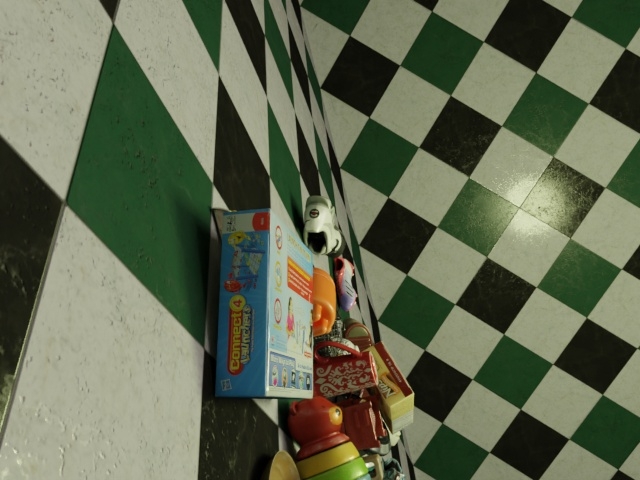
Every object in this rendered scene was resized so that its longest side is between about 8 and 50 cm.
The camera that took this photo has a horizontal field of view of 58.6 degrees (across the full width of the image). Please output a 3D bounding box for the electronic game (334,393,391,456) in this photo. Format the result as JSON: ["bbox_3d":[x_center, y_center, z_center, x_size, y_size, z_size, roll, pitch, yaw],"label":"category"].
[{"bbox_3d":[0.131,0.561,1.753,0.229,0.048,0.229,40,14,-12],"label":"electronic game"}]

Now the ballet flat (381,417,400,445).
[{"bbox_3d":[0.230,0.669,2.058,0.409,0.146,0.147,33,44,-81],"label":"ballet flat"}]

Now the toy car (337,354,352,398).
[{"bbox_3d":[0.068,0.379,1.601,0.040,0.060,0.122,-34,131,-66],"label":"toy car"}]

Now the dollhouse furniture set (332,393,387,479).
[{"bbox_3d":[0.110,0.610,1.502,0.201,0.152,0.375,33,45,-77],"label":"dollhouse furniture set"}]

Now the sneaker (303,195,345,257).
[{"bbox_3d":[0.000,0.000,1.903,0.331,0.122,0.146,64,33,-57],"label":"sneaker"}]

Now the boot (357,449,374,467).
[{"bbox_3d":[0.112,0.638,1.745,0.258,0.095,0.124,58,8,-71],"label":"boot"}]

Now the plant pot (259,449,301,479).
[{"bbox_3d":[-0.065,0.494,0.998,0.236,0.032,0.237,-14,90,-81],"label":"plant pot"}]

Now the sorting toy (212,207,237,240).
[{"bbox_3d":[-0.174,-0.026,1.087,0.075,0.044,0.084,-172,-112,-79],"label":"sorting toy"}]

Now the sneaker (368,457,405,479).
[{"bbox_3d":[0.202,0.717,1.709,0.125,0.104,0.262,-60,-179,-14],"label":"sneaker"}]

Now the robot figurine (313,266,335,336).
[{"bbox_3d":[-0.024,0.153,1.437,0.158,0.128,0.219,28,28,-14],"label":"robot figurine"}]

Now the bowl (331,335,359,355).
[{"bbox_3d":[0.092,0.400,1.928,0.170,0.080,0.170,-13,90,-82],"label":"bowl"}]

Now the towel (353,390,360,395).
[{"bbox_3d":[0.132,0.487,1.933,0.144,0.029,0.197,20,87,-78],"label":"towel"}]

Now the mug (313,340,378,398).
[{"bbox_3d":[0.056,0.344,1.509,0.113,0.169,0.150,-93,166,-46],"label":"mug"}]

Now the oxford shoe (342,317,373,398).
[{"bbox_3d":[0.147,0.444,2.092,0.130,0.122,0.349,-134,-145,-71],"label":"oxford shoe"}]

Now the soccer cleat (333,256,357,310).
[{"bbox_3d":[0.089,0.173,2.294,0.095,0.083,0.248,35,38,-30],"label":"soccer cleat"}]

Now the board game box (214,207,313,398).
[{"bbox_3d":[-0.089,0.133,1.044,0.308,0.086,0.302,52,36,-69],"label":"board game box"}]

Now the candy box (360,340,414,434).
[{"bbox_3d":[0.203,0.456,1.741,0.183,0.087,0.317,59,-9,32],"label":"candy box"}]

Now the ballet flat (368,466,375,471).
[{"bbox_3d":[0.178,0.794,1.969,0.168,0.057,0.053,-88,172,-58],"label":"ballet flat"}]

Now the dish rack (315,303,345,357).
[{"bbox_3d":[0.022,0.278,1.716,0.208,0.074,0.272,64,18,-48],"label":"dish rack"}]

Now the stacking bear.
[{"bbox_3d":[0.019,0.463,1.173,0.175,0.164,0.289,7,56,-53],"label":"stacking bear"}]
